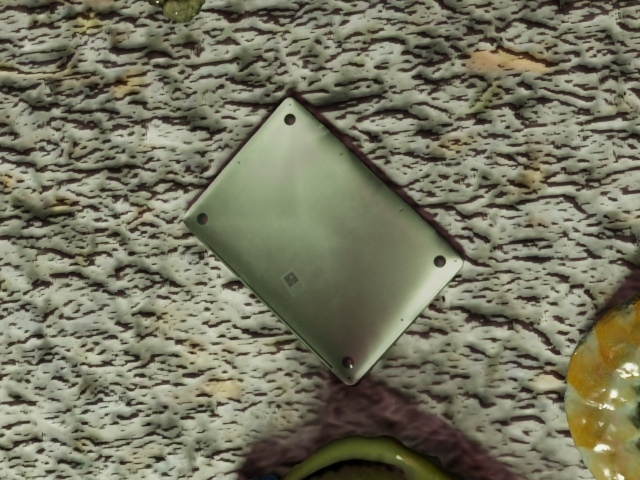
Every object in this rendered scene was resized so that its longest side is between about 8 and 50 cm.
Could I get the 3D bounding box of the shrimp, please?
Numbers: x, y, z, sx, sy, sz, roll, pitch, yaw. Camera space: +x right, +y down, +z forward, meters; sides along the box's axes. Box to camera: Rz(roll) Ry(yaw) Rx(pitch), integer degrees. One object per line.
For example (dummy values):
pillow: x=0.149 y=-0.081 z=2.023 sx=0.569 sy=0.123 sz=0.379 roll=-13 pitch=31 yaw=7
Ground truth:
shrimp: x=0.329 y=0.164 z=1.670 sx=0.185 sy=0.068 sz=0.287 roll=1 pitch=88 yaw=24

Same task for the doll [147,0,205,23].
doll: x=-0.089 y=-0.378 z=1.820 sx=0.286 sy=0.091 sz=0.202 roll=-28 pitch=69 yaw=25

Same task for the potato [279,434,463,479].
potato: x=0.050 y=0.363 z=1.687 sx=0.280 sy=0.330 sz=0.212 roll=51 pitch=137 yaw=30

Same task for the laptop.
laptop: x=0.000 y=0.000 z=1.809 sx=0.269 sy=0.015 sz=0.187 roll=44 pitch=101 yaw=14

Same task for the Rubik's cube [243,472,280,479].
Rubik's cube: x=-0.058 y=0.299 z=1.779 sx=0.093 sy=0.111 sz=0.111 roll=20 pitch=95 yaw=-7
